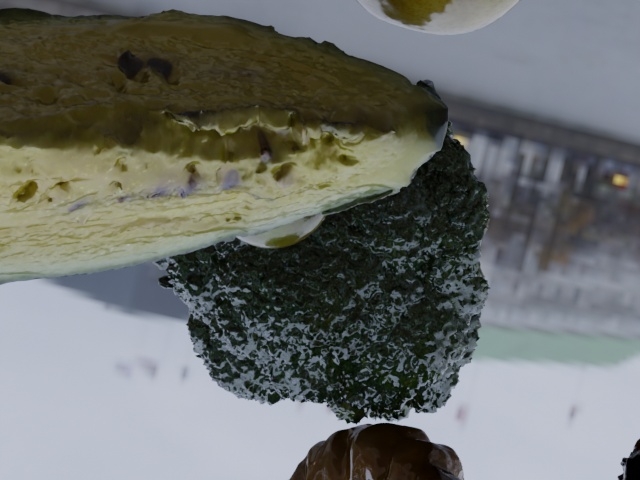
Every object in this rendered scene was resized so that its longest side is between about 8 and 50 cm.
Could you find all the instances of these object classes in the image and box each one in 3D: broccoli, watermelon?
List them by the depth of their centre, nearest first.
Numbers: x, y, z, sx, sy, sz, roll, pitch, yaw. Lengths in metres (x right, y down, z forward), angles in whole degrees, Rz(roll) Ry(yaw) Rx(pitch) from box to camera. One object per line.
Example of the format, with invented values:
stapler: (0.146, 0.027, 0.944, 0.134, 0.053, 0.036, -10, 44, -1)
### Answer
watermelon: (-0.108, -0.044, 0.808, 0.301, 0.123, 0.129, -3, 176, -22)
broccoli: (0.000, 0.000, 1.660, 0.303, 0.321, 0.283, 5, -159, 12)

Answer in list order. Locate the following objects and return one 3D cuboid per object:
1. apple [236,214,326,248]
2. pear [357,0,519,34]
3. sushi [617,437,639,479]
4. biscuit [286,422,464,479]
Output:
apple: (-0.034, -0.040, 1.350, 0.089, 0.090, 0.074, 14, 174, 11)
pear: (0.091, -0.276, 1.598, 0.208, 0.209, 0.209, 13, -175, -1)
sushi: (0.278, 0.199, 1.385, 0.153, 0.172, 0.150, -17, 171, 39)
biscuit: (0.036, 0.310, 1.627, 0.107, 0.326, 0.325, 23, 179, -29)
